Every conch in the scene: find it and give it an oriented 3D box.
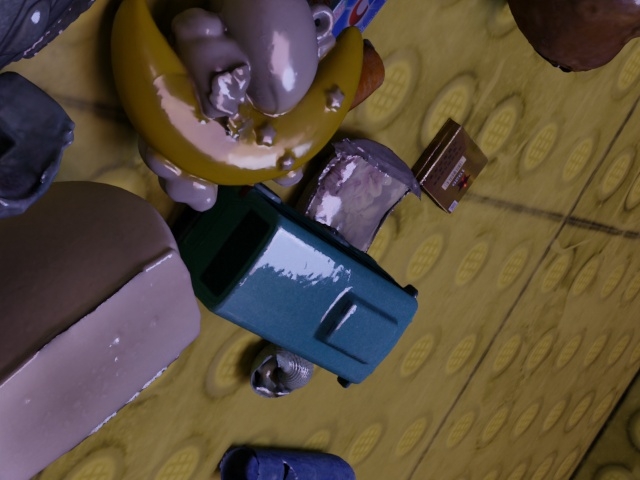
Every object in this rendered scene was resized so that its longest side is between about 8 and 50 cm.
[{"bbox_3d":[-0.051,0.148,1.543,0.076,0.056,0.085,-36,133,7],"label":"conch"}]

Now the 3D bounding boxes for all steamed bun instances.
[{"bbox_3d":[-0.230,0.062,1.038,0.242,0.164,0.146,-40,148,-24],"label":"steamed bun"}]

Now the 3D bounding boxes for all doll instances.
[{"bbox_3d":[-0.063,-0.153,1.108,0.237,0.111,0.252,-26,122,-18],"label":"doll"}]

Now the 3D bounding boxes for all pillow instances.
[{"bbox_3d":[0.000,0.000,1.450,0.169,0.059,0.255,23,102,-52],"label":"pillow"}]

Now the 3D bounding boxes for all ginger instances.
[{"bbox_3d":[0.311,-0.330,1.412,0.269,0.200,0.223,-55,155,0],"label":"ginger"}]

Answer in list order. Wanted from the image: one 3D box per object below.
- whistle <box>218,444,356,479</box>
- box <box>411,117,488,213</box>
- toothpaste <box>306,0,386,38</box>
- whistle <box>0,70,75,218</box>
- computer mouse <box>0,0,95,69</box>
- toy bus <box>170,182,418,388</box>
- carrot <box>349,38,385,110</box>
[{"bbox_3d":[-0.035,0.309,1.746,0.062,0.062,0.304,-57,152,5],"label":"whistle"},{"bbox_3d":[0.163,-0.091,1.644,0.090,0.023,0.133,-53,153,1],"label":"box"},{"bbox_3d":[0.076,-0.302,1.230,0.272,0.053,0.066,-53,153,-3],"label":"toothpaste"},{"bbox_3d":[-0.294,0.000,0.872,0.347,0.189,0.189,-53,155,-28],"label":"whistle"},{"bbox_3d":[-0.190,-0.235,0.790,0.203,0.114,0.373,-45,154,-44],"label":"computer mouse"},{"bbox_3d":[-0.023,0.043,1.313,0.256,0.147,0.128,32,98,-44],"label":"toy bus"},{"bbox_3d":[-0.027,-0.123,1.258,0.225,0.067,0.067,-37,148,-34],"label":"carrot"}]
